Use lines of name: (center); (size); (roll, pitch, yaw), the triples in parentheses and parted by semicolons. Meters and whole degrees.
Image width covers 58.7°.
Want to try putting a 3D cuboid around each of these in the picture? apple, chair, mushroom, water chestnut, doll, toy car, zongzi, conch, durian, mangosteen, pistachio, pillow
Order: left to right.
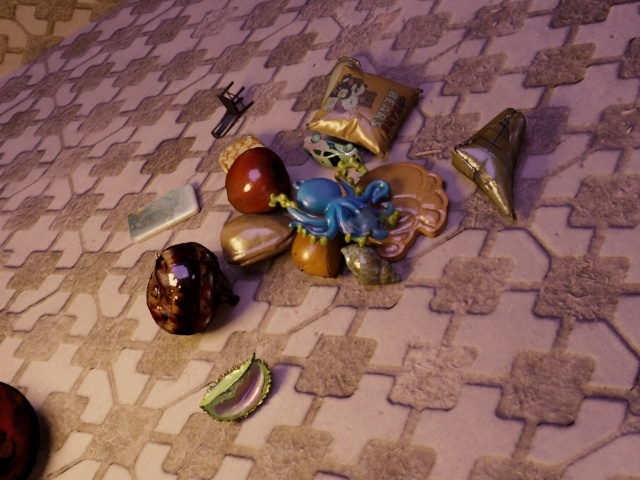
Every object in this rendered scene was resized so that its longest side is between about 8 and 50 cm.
mangosteen: (-1.047, 0.614, 1.665); (0.421, 0.381, 0.381); (-28, 52, 18)
water chestnut: (-0.389, 0.148, 1.766); (0.299, 0.300, 0.300); (-11, 56, 16)
chair: (-0.373, -0.513, 2.250); (0.084, 0.101, 0.212); (30, 74, 34)
durian: (-0.227, 0.414, 1.609); (0.220, 0.137, 0.095); (-42, 19, 0)
apple: (-0.209, -0.188, 1.910); (0.233, 0.234, 0.234); (-11, 56, 16)
pistachio: (-0.196, -0.017, 1.826); (0.260, 0.163, 0.213); (-15, 43, 8)
toy car: (0.040, -0.295, 1.946); (0.224, 0.090, 0.076); (21, 73, 31)
mushroom: (0.069, -0.554, 2.105); (0.099, 0.081, 0.312); (5, 64, 27)
doll: (0.058, -0.097, 1.704); (0.341, 0.099, 0.346); (37, 57, 18)
pillow: (0.151, -0.455, 1.967); (0.312, 0.119, 0.310); (24, 68, 15)
conch: (0.135, 0.067, 1.661); (0.106, 0.116, 0.173); (-38, 51, -2)
zongzi: (0.563, -0.230, 1.677); (0.260, 0.123, 0.289); (-37, 63, -6)

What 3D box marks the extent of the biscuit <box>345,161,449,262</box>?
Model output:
biscuit: (0.238, -0.105, 1.765); (0.311, 0.057, 0.351); (-19, 54, 12)

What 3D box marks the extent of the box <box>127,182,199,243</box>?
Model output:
box: (-0.587, -0.101, 2.118); (0.285, 0.044, 0.142); (-26, 57, 6)

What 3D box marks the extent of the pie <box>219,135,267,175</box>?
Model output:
pie: (-0.268, -0.288, 2.074); (0.179, 0.084, 0.205); (-40, 56, -1)

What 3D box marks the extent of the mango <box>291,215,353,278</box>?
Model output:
mango: (0.000, 0.000, 1.749); (0.166, 0.136, 0.236); (9, 53, 35)

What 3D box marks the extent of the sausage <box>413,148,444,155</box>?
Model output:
sausage: (0.354, -0.287, 1.855); (0.100, 0.015, 0.015); (-5, 58, 20)
